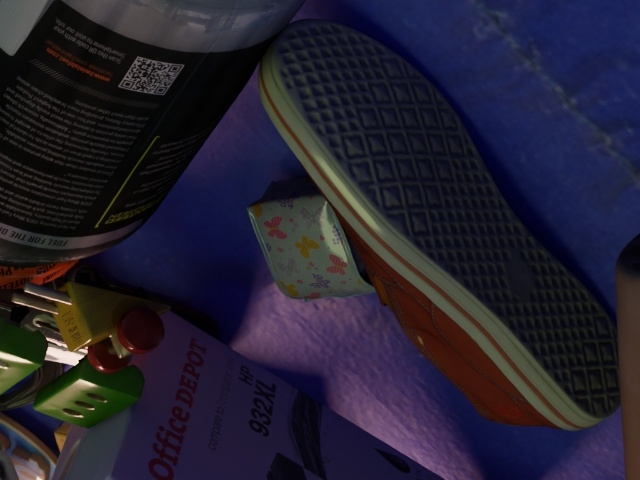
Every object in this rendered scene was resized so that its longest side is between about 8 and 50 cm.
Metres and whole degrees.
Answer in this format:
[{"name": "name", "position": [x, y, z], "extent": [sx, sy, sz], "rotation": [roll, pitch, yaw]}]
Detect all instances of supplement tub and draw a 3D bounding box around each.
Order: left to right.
[{"name": "supplement tub", "position": [-0.150, -0.125, 1.200], "extent": [0.207, 0.207, 0.338], "rotation": [37, 135, -3]}]

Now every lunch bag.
[{"name": "lunch bag", "position": [0.000, 0.000, 1.330], "extent": [0.071, 0.053, 0.083], "rotation": [-8, 113, 32]}]

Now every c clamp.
[{"name": "c clamp", "position": [-0.290, 0.089, 1.567], "extent": [0.160, 0.022, 0.137], "rotation": [35, 120, -20]}]

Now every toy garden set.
[{"name": "toy garden set", "position": [-0.220, 0.039, 1.234], "extent": [0.244, 0.049, 0.204], "rotation": [22, 157, -18]}]

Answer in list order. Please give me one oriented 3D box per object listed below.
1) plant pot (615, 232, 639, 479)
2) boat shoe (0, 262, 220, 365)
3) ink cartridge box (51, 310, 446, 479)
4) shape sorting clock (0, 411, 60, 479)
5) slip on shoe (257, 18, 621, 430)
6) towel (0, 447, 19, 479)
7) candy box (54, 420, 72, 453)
[{"name": "plant pot", "position": [0.296, 0.112, 1.107], "extent": [0.323, 0.323, 0.280], "rotation": [-13, 103, 37]}, {"name": "boat shoe", "position": [-0.178, 0.051, 1.461], "extent": [0.228, 0.080, 0.076], "rotation": [22, 129, 10]}, {"name": "ink cartridge box", "position": [-0.030, 0.216, 1.362], "extent": [0.307, 0.223, 0.129], "rotation": [32, 116, -12]}, {"name": "shape sorting clock", "position": [-0.282, 0.216, 1.686], "extent": [0.206, 0.040, 0.206], "rotation": [16, 133, 18]}, {"name": "slip on shoe", "position": [0.064, 0.001, 1.253], "extent": [0.101, 0.123, 0.331], "rotation": [-20, 120, 44]}, {"name": "towel", "position": [-0.448, 0.180, 1.692], "extent": [0.374, 0.090, 0.320], "rotation": [43, 136, 3]}, {"name": "candy box", "position": [-0.111, 0.194, 1.560], "extent": [0.186, 0.053, 0.109], "rotation": [9, 130, 22]}]
